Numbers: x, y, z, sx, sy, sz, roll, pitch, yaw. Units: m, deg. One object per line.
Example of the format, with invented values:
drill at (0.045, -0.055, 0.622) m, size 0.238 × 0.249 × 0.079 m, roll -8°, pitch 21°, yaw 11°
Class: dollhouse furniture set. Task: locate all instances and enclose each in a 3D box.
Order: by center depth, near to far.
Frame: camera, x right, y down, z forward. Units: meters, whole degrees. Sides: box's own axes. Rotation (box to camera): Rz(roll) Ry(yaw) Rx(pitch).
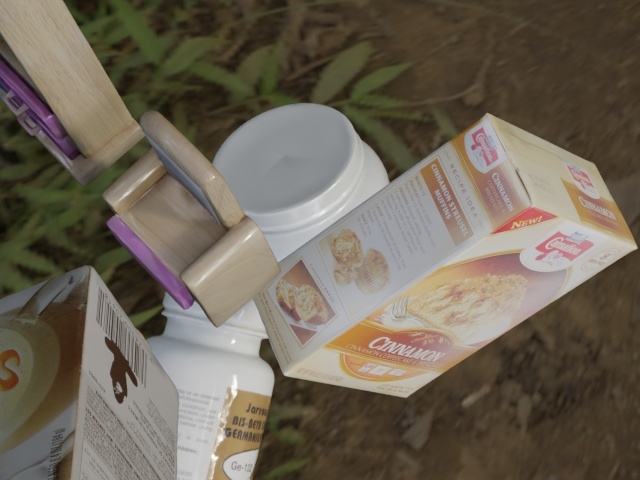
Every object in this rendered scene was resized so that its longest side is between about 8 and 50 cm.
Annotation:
dollhouse furniture set at (-0.237, -0.011, 0.927) m, size 0.303 × 0.198 × 0.286 m, roll -42°, pitch 66°, yaw -7°

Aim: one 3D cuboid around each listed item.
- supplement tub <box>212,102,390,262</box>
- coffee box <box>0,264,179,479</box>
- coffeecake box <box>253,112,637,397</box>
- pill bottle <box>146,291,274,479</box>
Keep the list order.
supplement tub at (0.000, 0.000, 1.505) m, size 0.144 × 0.144 × 0.200 m, roll -10°, pitch 136°, yaw 15°
coffee box at (-0.148, 0.139, 0.826) m, size 0.141 × 0.246 × 0.098 m, roll -22°, pitch 124°, yaw 13°
coffeecake box at (0.074, 0.015, 1.101) m, size 0.185 × 0.142 × 0.068 m, roll -36°, pitch 63°, yaw 23°
pill bottle at (-0.113, 0.150, 1.678) m, size 0.131 × 0.131 × 0.229 m, roll 12°, pitch 85°, yaw 11°
